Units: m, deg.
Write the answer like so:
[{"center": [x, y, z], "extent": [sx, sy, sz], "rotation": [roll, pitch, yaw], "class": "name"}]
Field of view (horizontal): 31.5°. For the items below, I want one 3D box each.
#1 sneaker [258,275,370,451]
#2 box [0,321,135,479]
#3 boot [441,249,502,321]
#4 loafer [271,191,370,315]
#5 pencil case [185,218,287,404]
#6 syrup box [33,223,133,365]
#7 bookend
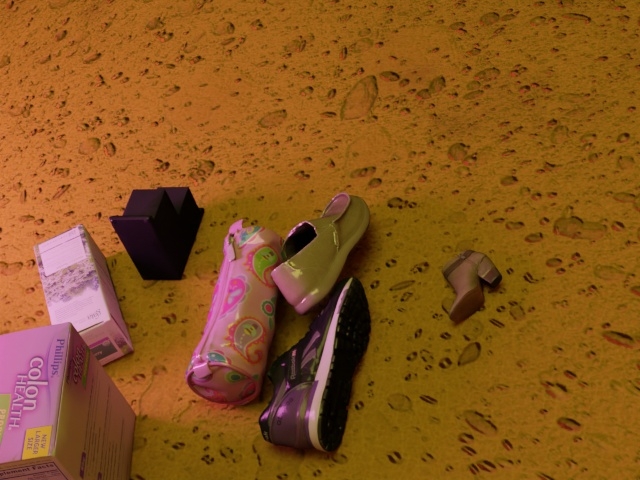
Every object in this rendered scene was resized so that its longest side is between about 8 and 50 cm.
[{"center": [-0.015, 0.168, 1.649], "extent": [0.124, 0.107, 0.283], "rotation": [-1, 49, 25], "class": "sneaker"}, {"center": [-0.361, 0.275, 1.570], "extent": [0.117, 0.243, 0.213], "rotation": [-11, 48, 9], "class": "box"}, {"center": [0.213, 0.064, 1.708], "extent": [0.118, 0.042, 0.087], "rotation": [-38, 43, -17], "class": "boot"}, {"center": [0.000, 0.000, 1.751], "extent": [0.102, 0.092, 0.268], "rotation": [-38, 17, 36], "class": "loafer"}, {"center": [-0.121, 0.107, 1.721], "extent": [0.124, 0.124, 0.284], "rotation": [-2, 51, 17], "class": "pencil case"}, {"center": [-0.387, 0.093, 1.840], "extent": [0.093, 0.096, 0.237], "rotation": [-26, 47, -2], "class": "syrup box"}, {"center": [-0.268, -0.042, 1.878], "extent": [0.072, 0.157, 0.156], "rotation": [0, 51, 18], "class": "bookend"}]
